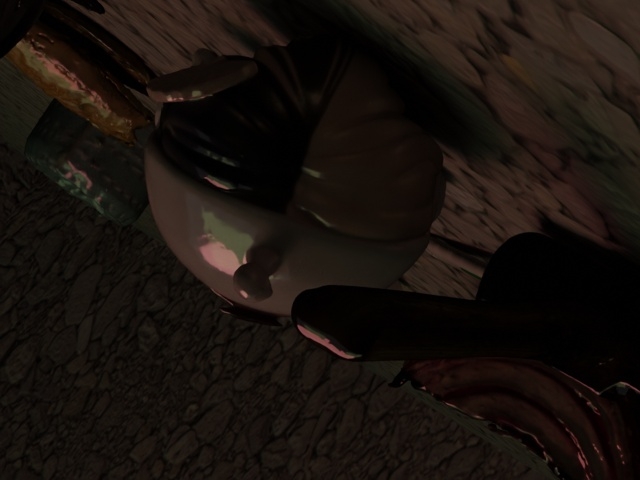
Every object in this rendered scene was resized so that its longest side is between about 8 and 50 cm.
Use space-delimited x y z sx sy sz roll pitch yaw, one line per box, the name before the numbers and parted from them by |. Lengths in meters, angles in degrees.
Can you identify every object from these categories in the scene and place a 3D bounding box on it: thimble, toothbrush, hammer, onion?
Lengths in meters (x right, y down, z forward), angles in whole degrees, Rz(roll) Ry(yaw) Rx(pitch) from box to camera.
thimble | -0.309 -0.125 2.435 0.198 0.143 0.235 34 171 0
toothbrush | 0.193 0.036 1.664 0.042 0.040 0.418 41 175 -22
hammer | 0.141 0.064 1.296 0.242 0.095 0.409 31 -165 38
onion | 0.245 0.167 1.905 0.314 0.146 0.280 26 -174 5

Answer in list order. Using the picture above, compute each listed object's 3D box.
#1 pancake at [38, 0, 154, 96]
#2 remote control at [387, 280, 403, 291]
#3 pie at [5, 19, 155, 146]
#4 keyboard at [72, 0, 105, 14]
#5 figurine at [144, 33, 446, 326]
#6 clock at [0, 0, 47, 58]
pancake | -0.270 -0.231 2.041 0.199 0.021 0.199 34 172 5
remote control | 0.000 0.000 2.195 0.109 0.055 0.313 29 171 38
pie | -0.317 -0.213 2.032 0.282 0.068 0.128 41 169 -15
keyboard | -0.324 -0.300 1.850 0.250 0.017 0.087 28 169 40
figurine | -0.014 -0.039 1.410 0.253 0.211 0.361 3 173 -3
clock | -0.328 -0.234 1.653 0.040 0.184 0.184 40 175 16
